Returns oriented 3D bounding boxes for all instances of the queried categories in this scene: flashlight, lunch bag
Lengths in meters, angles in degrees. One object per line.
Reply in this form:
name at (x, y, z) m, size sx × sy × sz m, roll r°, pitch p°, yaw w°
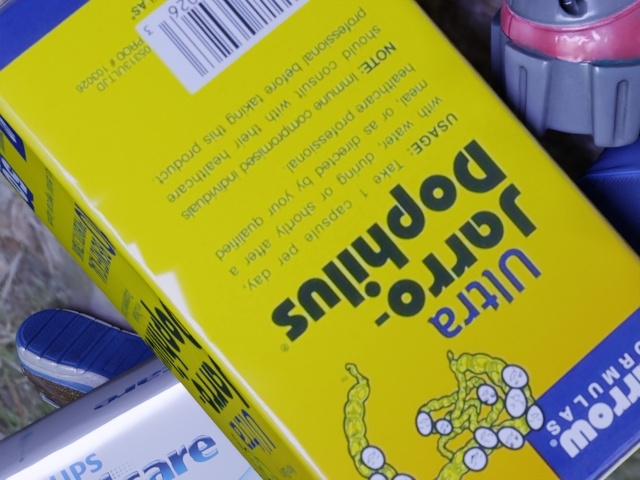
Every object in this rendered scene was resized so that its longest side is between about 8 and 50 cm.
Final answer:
flashlight at (0.134, -0.199, 0.930) m, size 0.103 × 0.103 × 0.304 m, roll 11°, pitch 122°, yaw 21°
lunch bag at (0.179, -0.018, 1.025) m, size 0.067 × 0.065 × 0.098 m, roll -1°, pitch 120°, yaw 39°

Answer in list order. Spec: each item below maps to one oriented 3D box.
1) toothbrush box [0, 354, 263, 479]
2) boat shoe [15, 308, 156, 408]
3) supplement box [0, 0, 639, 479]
toothbrush box at (-0.038, 0.208, 1.192) m, size 0.216 × 0.126 × 0.296 m, roll -30°, pitch 100°, yaw -1°
boat shoe at (-0.115, 0.103, 1.305) m, size 0.183 × 0.066 × 0.066 m, roll 24°, pitch 140°, yaw 23°
supplement box at (0.000, 0.000, 1.022) m, size 0.356 × 0.195 × 0.194 m, roll 49°, pitch 168°, yaw 3°
